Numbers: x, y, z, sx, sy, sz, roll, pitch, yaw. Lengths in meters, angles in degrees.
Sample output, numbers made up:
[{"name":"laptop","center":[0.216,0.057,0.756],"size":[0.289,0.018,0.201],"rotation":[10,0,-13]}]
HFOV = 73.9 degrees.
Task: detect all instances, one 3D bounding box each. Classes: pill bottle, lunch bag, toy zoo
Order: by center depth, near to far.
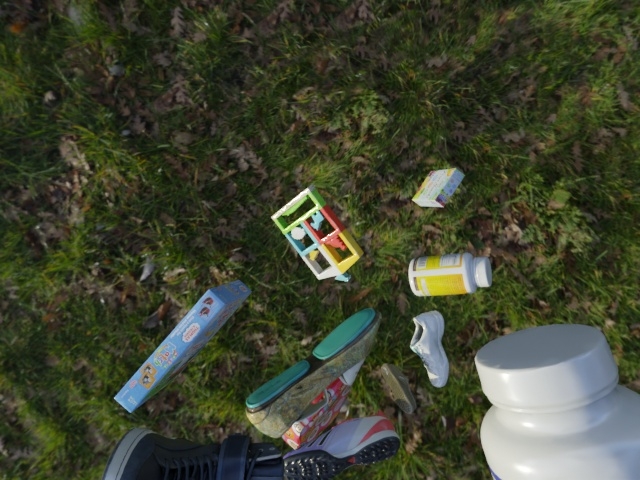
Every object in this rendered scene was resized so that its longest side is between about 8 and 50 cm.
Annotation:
[{"name":"pill bottle","center":[0.240,0.223,0.388],"size":[0.152,0.152,0.272],"rotation":[-19,88,18]},{"name":"pill bottle","center":[0.374,0.098,1.229],"size":[0.215,0.117,0.117],"rotation":[-8,108,31]},{"name":"toy zoo","center":[0.000,0.000,1.269],"size":[0.192,0.030,0.293],"rotation":[-33,96,42]},{"name":"lunch bag","center":[-0.010,0.560,1.460],"size":[0.120,0.293,0.258],"rotation":[35,140,23]}]

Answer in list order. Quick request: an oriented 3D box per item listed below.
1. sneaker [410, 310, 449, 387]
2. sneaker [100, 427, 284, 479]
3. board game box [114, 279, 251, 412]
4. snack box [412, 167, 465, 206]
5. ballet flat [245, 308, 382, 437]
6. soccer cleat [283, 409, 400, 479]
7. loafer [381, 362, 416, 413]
[{"name":"sneaker","center":[0.293,0.304,1.179],"size":[0.094,0.080,0.212],"rotation":[-6,90,-23]},{"name":"sneaker","center":[-0.122,0.255,0.456],"size":[0.163,0.226,0.086],"rotation":[8,70,3]},{"name":"board game box","center":[-0.209,0.158,0.683],"size":[0.039,0.160,0.211],"rotation":[41,93,4]},{"name":"snack box","center":[0.312,-0.140,1.139],"size":[0.037,0.141,0.100],"rotation":[33,89,-13]},{"name":"ballet flat","center":[0.007,0.285,0.908],"size":[0.348,0.123,0.123],"rotation":[-35,100,-15]},{"name":"soccer cleat","center":[0.046,0.541,1.126],"size":[0.318,0.116,0.109],"rotation":[-12,118,-9]},{"name":"loafer","center":[0.217,0.388,1.136],"size":[0.050,0.148,0.056],"rotation":[-4,134,-25]}]
